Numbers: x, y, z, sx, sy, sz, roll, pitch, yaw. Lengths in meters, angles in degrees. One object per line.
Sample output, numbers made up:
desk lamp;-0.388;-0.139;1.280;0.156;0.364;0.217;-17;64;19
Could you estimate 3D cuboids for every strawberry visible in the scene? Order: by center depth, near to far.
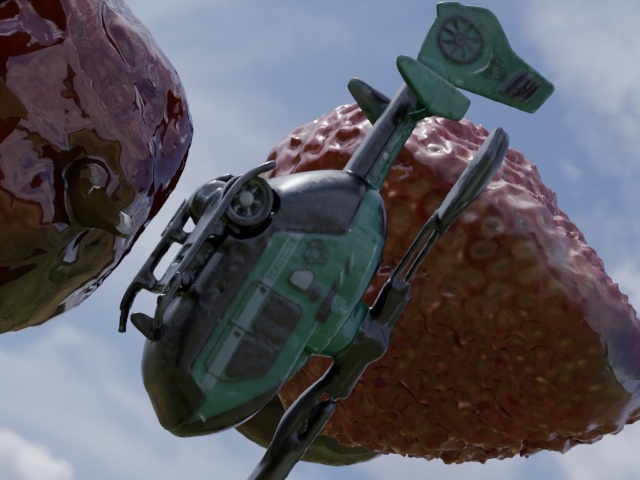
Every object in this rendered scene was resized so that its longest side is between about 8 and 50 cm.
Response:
strawberry;0.098;0.046;1.458;0.351;0.267;0.312;26;-23;47

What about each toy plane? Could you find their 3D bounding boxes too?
toy plane;0.000;0.000;1.198;0.155;0.381;0.106;37;-16;-15

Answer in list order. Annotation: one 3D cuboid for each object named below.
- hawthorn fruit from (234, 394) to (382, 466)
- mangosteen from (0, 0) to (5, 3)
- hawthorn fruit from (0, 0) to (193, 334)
hawthorn fruit;0.018;0.086;1.844;0.210;0.266;0.230;-39;-88;34
mangosteen;-0.117;-0.184;0.624;0.215;0.257;0.215;161;-90;-75
hawthorn fruit;-0.139;-0.052;0.809;0.251;0.189;0.189;29;-23;39
